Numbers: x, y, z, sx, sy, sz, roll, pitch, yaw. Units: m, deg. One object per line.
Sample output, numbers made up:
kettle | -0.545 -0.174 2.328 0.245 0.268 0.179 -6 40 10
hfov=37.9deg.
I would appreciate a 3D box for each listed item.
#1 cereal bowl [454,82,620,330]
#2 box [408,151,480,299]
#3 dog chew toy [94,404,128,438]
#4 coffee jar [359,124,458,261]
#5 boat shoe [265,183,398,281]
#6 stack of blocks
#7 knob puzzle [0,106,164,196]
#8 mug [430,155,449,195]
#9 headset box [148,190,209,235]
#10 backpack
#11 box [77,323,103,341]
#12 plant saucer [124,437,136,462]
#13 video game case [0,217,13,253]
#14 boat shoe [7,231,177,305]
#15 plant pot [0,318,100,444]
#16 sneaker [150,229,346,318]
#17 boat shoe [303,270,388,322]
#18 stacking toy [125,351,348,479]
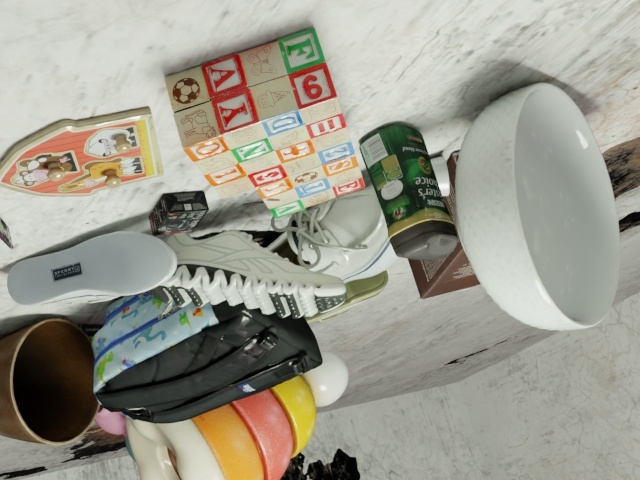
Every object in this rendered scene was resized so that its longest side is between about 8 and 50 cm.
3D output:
cereal bowl | 0.284 -0.039 1.290 0.141 0.339 0.339 -12 168 36
box | 0.284 -0.032 1.609 0.191 0.143 0.381 -13 161 -14
dog chew toy | -0.369 0.357 2.057 0.206 0.207 0.331 -26 161 27
coffee jar | 0.123 -0.062 1.281 0.079 0.184 0.096 -28 160 31
boat shoe | -0.001 -0.008 1.464 0.156 0.136 0.367 9 159 -29
stack of blocks | -0.053 -0.120 1.103 0.171 0.087 0.297 -18 163 4
knob puzzle | -0.283 -0.085 1.091 0.213 0.030 0.213 -15 163 -5
mug | 0.162 -0.092 1.442 0.064 0.062 0.078 -9 156 -1
headset box | -0.201 -0.036 1.311 0.062 0.032 0.083 -6 160 -29
backpack | -0.228 0.186 1.621 0.355 0.273 0.290 -37 143 10
box | -0.441 0.220 1.834 0.175 0.051 0.220 -27 160 30
plant saucer | -0.321 0.426 2.249 0.317 0.318 0.044 -15 128 -6
video game case | -0.507 -0.007 1.097 0.232 0.042 0.210 -15 163 -7
boat shoe | -0.322 0.042 1.352 0.258 0.095 0.084 -6 174 13
plant pot | -0.545 0.258 1.646 0.230 0.216 0.215 -10 168 28
sneaker | -0.104 0.042 1.375 0.292 0.118 0.110 7 154 4
boat shoe | -0.014 0.117 1.821 0.302 0.113 0.103 -10 156 -23
stacking toy | -0.123 0.372 1.914 0.479 0.351 0.350 -26 169 -32
